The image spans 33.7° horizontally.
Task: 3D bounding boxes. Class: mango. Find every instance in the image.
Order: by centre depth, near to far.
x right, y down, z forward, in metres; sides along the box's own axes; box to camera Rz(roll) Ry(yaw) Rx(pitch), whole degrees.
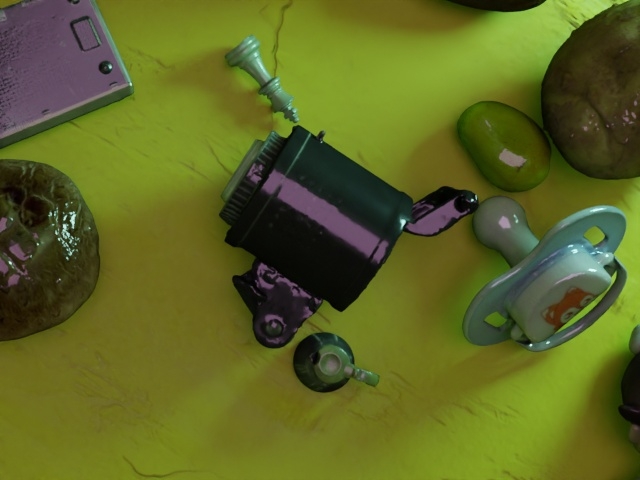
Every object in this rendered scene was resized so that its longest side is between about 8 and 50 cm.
[{"bbox_3d":[0.294,-0.152,1.660,0.117,0.089,0.163,-34,91,-7],"label":"mango"}]

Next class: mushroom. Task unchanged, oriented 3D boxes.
[{"bbox_3d":[-0.448,0.010,1.491,0.278,0.146,0.278,2,78,-12],"label":"mushroom"}]

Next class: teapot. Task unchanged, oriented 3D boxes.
[{"bbox_3d":[0.025,0.183,1.589,0.124,0.091,0.092,-7,89,-10],"label":"teapot"}]

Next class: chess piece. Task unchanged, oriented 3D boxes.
[{"bbox_3d":[-0.080,-0.242,1.622,0.059,0.059,0.149,-41,98,-10],"label":"chess piece"}]

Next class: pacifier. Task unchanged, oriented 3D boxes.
[{"bbox_3d":[0.321,0.028,1.623,0.299,0.244,0.233,-41,61,12],"label":"pacifier"}]

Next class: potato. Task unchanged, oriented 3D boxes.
[{"bbox_3d":[0.457,-0.241,1.626,0.237,0.301,0.289,-2,54,6],"label":"potato"}]

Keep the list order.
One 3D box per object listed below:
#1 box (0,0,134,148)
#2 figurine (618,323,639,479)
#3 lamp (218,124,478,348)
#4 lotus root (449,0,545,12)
[{"bbox_3d":[-0.436,-0.259,1.563,0.270,0.045,0.211,-23,91,-11],"label":"box"},{"bbox_3d":[0.559,0.333,1.656,0.218,0.206,0.365,13,109,13],"label":"figurine"},{"bbox_3d":[-0.003,-0.044,1.540,0.374,0.205,0.272,-38,97,0],"label":"lamp"},{"bbox_3d":[0.261,-0.428,1.659,0.241,0.123,0.124,9,68,-12],"label":"lotus root"}]
